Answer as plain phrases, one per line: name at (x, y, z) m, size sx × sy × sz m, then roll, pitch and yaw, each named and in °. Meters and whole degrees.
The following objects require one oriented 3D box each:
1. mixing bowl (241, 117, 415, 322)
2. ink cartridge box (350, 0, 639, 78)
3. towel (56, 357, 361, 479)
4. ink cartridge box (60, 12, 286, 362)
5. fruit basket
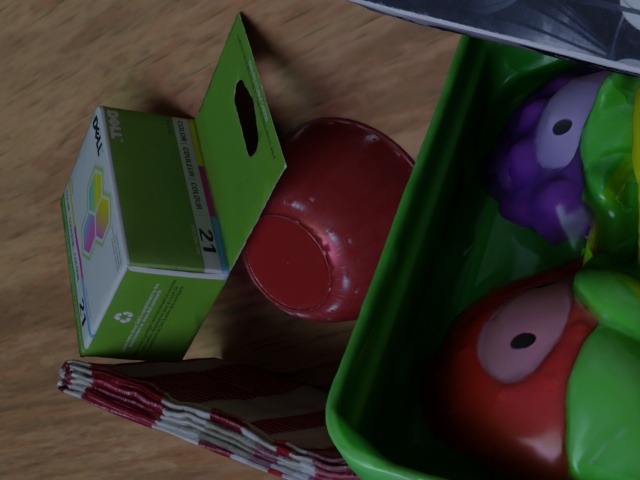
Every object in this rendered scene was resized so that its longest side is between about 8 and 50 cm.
mixing bowl at (0.000, 0.000, 1.000) m, size 0.181 × 0.098 × 0.181 m, roll 19°, pitch 126°, yaw 29°
ink cartridge box at (0.123, -0.159, 0.524) m, size 0.333 × 0.065 × 0.165 m, roll 20°, pitch 101°, yaw 33°
towel at (-0.030, 0.148, 1.029) m, size 0.329 × 0.237 × 0.037 m, roll 13°, pitch 94°, yaw 33°
ink cartridge box at (-0.134, -0.047, 1.020) m, size 0.255 × 0.097 × 0.188 m, roll -59°, pitch 36°, yaw 41°
fruit basket at (0.185, -0.010, 0.639) m, size 0.283 × 0.392 × 0.392 m, roll 16°, pitch 126°, yaw 8°
